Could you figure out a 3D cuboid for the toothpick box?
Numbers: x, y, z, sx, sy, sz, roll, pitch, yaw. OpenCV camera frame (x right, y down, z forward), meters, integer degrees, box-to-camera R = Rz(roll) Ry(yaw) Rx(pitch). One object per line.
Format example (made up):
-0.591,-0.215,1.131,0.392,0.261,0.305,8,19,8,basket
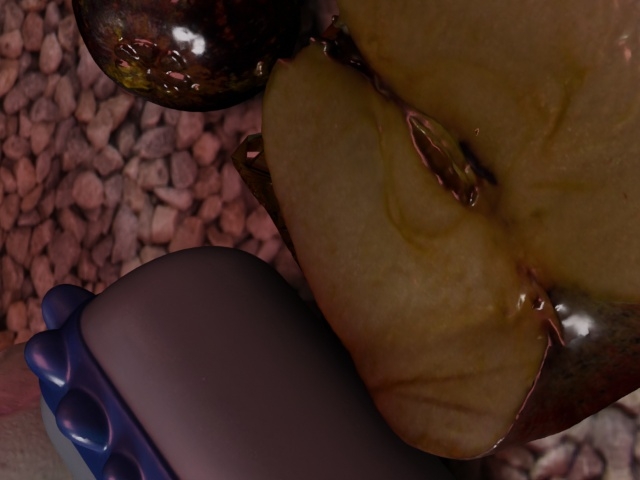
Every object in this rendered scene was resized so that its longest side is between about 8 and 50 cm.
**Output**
-0.076,0.158,1.010,0.263,0.263,0.354,-51,61,21,toothpick box

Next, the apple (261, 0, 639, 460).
0.118,-0.053,0.882,0.329,0.295,0.365,-37,63,-1,apple

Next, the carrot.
0.000,-0.001,1.084,0.069,0.069,0.228,-44,64,24,carrot

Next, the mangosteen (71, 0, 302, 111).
-0.103,-0.219,1.109,0.192,0.192,0.217,-1,56,34,mangosteen

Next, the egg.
-0.296,0.214,1.148,0.271,0.162,0.206,-22,91,-7,egg
